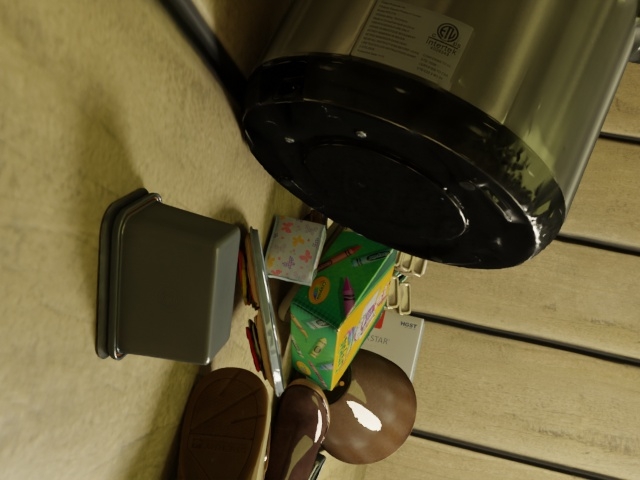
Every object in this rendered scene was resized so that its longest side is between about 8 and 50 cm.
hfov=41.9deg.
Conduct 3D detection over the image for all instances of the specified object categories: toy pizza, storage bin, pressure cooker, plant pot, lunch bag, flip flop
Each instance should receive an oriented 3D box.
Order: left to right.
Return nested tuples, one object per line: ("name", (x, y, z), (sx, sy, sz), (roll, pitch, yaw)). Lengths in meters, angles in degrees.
("storage bin", (-0.117, 0.034, 0.683), (0.098, 0.091, 0.135), (-50, 151, -67))
("toy pizza", (-0.073, 0.084, 0.977), (0.201, 0.032, 0.201), (170, -90, -87))
("lunch bag", (-0.035, 0.016, 1.121), (0.053, 0.071, 0.083), (84, 18, -68))
("flip flop", (0.000, 0.000, 1.292), (0.277, 0.080, 0.112), (-58, 163, -16))
("plant pot", (0.041, 0.276, 1.514), (0.230, 0.215, 0.215), (50, 51, -57))
("pressure cooker", (0.155, -0.220, 0.918), (0.376, 0.370, 0.420), (-5, -124, 60))

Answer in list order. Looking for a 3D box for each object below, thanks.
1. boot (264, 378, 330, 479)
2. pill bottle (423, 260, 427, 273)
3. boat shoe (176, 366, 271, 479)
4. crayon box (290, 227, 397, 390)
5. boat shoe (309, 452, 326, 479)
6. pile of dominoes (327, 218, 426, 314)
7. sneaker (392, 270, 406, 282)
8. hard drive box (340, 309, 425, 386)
("boot", (-0.054, 0.369, 1.338), (0.207, 0.090, 0.248), (-65, 166, -56))
("pill bottle", (0.225, -0.074, 2.066), (0.169, 0.169, 0.301), (-12, 113, -78))
("boat shoe", (-0.119, 0.316, 0.910), (0.123, 0.123, 0.341), (76, 22, -63))
("crayon box", (0.032, 0.103, 1.268), (0.165, 0.081, 0.278), (-54, 166, -23))
("boat shoe", (-0.052, 0.506, 1.522), (0.095, 0.079, 0.254), (80, 24, -62))
("pile of dominoes", (0.084, 0.006, 1.481), (0.040, 0.251, 0.195), (-3, -113, 55))
("sneaker", (0.107, 0.015, 1.618), (0.094, 0.151, 0.255), (71, 31, -66))
("hard drive box", (0.128, 0.278, 1.926), (0.089, 0.181, 0.232), (54, 48, -74))
